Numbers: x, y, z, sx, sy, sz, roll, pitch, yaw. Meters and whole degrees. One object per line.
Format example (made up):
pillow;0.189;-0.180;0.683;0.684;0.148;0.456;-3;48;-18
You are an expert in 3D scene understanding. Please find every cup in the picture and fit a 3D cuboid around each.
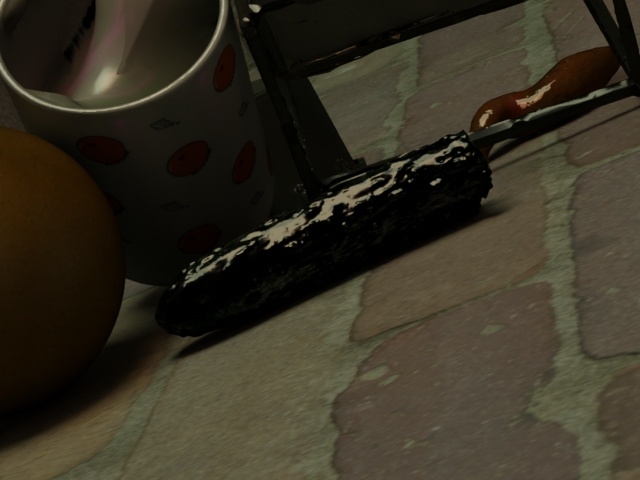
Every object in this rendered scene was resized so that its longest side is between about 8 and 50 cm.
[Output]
cup;-0.158;-0.105;1.847;0.212;0.317;0.212;-5;55;8

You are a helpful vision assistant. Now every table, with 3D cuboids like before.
table;0.099;-0.227;1.854;0.335;0.222;0.272;-20;35;3

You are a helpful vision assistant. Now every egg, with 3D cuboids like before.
egg;-0.297;0.027;1.706;0.250;0.250;0.322;-28;6;-19

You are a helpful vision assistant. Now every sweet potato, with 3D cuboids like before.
sweet potato;0.221;-0.138;1.907;0.202;0.055;0.058;-29;-14;-20

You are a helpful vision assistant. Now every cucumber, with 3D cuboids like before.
cucumber;0.000;0.000;1.665;0.303;0.072;0.081;-25;11;-1

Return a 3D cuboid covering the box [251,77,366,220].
box;-0.087;-0.086;2.107;0.163;0.135;0.243;-33;14;-38
